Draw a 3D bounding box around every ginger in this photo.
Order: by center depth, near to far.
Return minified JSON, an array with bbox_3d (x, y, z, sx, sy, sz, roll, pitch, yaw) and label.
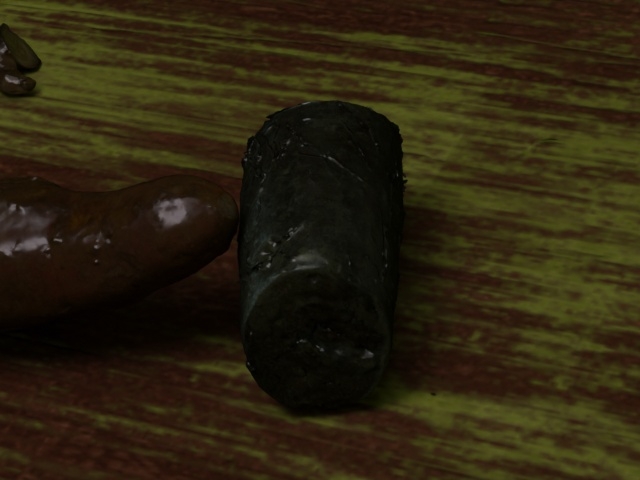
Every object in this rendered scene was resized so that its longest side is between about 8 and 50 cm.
[{"bbox_3d":[-0.229,-0.133,1.320,0.097,0.030,0.048,27,57,34],"label":"ginger"}]

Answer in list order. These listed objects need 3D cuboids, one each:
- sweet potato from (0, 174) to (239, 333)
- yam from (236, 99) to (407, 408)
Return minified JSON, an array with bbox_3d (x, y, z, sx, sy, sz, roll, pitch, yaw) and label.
[{"bbox_3d":[-0.207,0.011,1.105,0.354,0.106,0.095,-6,79,15],"label":"sweet potato"},{"bbox_3d":[0.000,0.000,1.065,0.107,0.107,0.183,-7,45,8],"label":"yam"}]
